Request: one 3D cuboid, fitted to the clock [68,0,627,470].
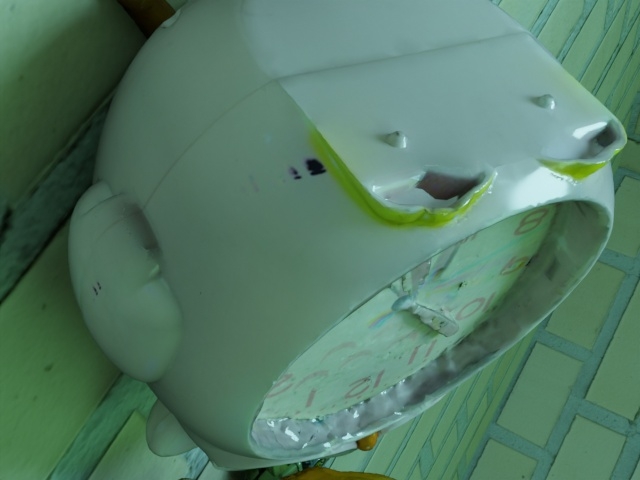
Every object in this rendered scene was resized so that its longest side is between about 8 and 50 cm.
[{"bbox_3d":[0.000,0.000,0.590,0.368,0.251,0.377,-17,149,-29],"label":"clock"}]

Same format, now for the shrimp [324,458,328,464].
[{"bbox_3d":[-0.004,0.296,1.174,0.251,0.052,0.143,-58,167,-1],"label":"shrimp"}]

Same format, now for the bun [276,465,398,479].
[{"bbox_3d":[-0.017,0.340,0.900,0.299,0.299,0.165,-22,88,-60],"label":"bun"}]

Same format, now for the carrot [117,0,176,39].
[{"bbox_3d":[-0.092,-0.133,0.574,0.037,0.037,0.190,-64,156,-5],"label":"carrot"}]

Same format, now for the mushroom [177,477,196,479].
[{"bbox_3d":[-0.139,0.298,0.729,0.204,0.204,0.204,-48,151,-38],"label":"mushroom"}]

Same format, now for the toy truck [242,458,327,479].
[{"bbox_3d":[-0.050,0.264,1.001,0.100,0.077,0.169,-38,150,-26],"label":"toy truck"}]
